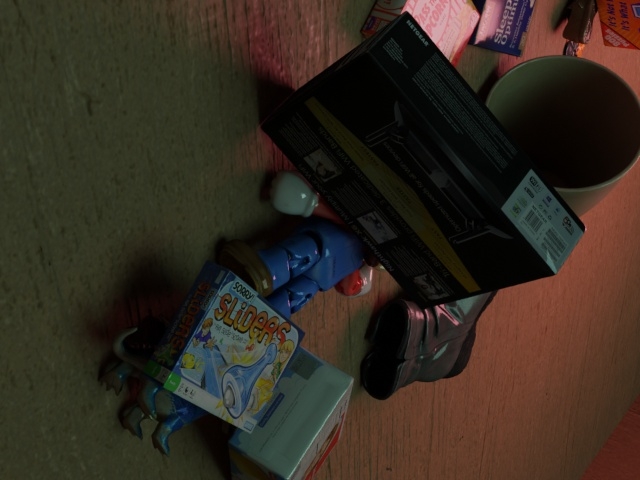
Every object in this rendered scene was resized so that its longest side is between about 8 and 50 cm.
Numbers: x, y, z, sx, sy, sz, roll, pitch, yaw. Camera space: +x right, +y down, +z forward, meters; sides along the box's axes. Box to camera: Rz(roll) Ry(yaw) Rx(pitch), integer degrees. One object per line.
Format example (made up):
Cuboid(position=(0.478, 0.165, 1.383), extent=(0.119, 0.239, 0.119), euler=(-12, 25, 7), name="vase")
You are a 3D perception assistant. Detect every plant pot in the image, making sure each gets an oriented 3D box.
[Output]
Cuboid(position=(0.393, -0.131, 1.681), extent=(0.257, 0.256, 0.274), euler=(-55, 163, -20), name="plant pot")

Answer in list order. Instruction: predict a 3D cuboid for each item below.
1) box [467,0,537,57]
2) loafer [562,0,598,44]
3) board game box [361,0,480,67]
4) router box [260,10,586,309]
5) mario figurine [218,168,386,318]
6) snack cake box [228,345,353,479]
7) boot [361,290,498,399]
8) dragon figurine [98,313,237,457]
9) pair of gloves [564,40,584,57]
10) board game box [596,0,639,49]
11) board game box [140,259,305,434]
Cuboid(position=(0.273, -0.362, 1.519), extent=(0.225, 0.036, 0.137), euler=(-5, 114, -55), name="box")
Cuboid(position=(0.470, -0.417, 1.779), extent=(0.056, 0.050, 0.148), euler=(66, 38, -50), name="loafer")
Cuboid(position=(0.140, -0.295, 1.341), extent=(0.193, 0.045, 0.147), euler=(34, 81, -58), name="board game box")
Cuboid(position=(0.107, -0.073, 1.106), extent=(0.309, 0.243, 0.081), euler=(48, 59, -12), name="router box")
Cuboid(position=(0.000, 0.000, 1.280), extent=(0.320, 0.170, 0.198), euler=(-27, 167, -34), name="mario figurine")
Cuboid(position=(-0.040, 0.259, 1.290), extent=(0.152, 0.089, 0.264), euler=(-55, 167, -25), name="snack cake box")
Cuboid(position=(0.186, 0.094, 1.602), extent=(0.222, 0.118, 0.338), euler=(-4, 108, -51), name="boot")
Cuboid(position=(-0.162, 0.142, 1.108), extent=(0.144, 0.085, 0.289), euler=(-48, 144, -30), name="dragon figurine")
Cuboid(position=(0.482, -0.364, 1.864), extent=(0.083, 0.010, 0.074), euler=(-28, 132, -46), name="pair of gloves")
Cuboid(position=(0.692, -0.562, 1.688), extent=(0.357, 0.356, 0.356), euler=(-65, 150, -19), name="board game box")
Cuboid(position=(-0.099, 0.121, 1.073), extent=(0.136, 0.035, 0.201), euler=(-62, 149, -11), name="board game box")
